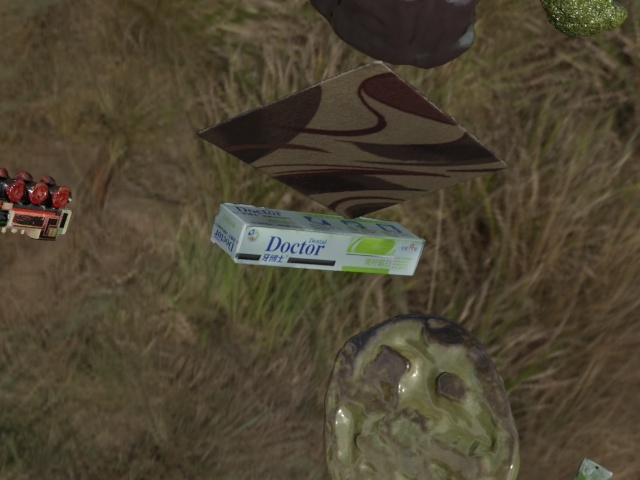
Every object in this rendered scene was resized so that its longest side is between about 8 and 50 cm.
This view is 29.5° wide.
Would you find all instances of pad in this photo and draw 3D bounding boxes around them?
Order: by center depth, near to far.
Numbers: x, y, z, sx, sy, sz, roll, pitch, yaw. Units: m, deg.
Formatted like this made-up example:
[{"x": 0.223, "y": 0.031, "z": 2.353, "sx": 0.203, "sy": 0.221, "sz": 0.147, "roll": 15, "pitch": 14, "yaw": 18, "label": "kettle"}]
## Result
[{"x": 0.045, "y": -0.096, "z": 1.316, "sx": 0.220, "sy": 0.330, "sz": 0.004, "roll": -19, "pitch": 66, "yaw": 26, "label": "pad"}]

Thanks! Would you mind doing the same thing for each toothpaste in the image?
[{"x": 0.000, "y": 0.000, "z": 1.822, "sx": 0.336, "sy": 0.067, "sz": 0.081, "roll": 5, "pitch": 20, "yaw": -36, "label": "toothpaste"}, {"x": 0.408, "y": 0.372, "z": 1.880, "sx": 0.048, "sy": 0.197, "sz": 0.029, "roll": 31, "pitch": 69, "yaw": 11, "label": "toothpaste"}]

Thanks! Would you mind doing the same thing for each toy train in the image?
[{"x": -0.395, "y": -0.046, "z": 1.623, "sx": 0.050, "sy": 0.087, "sz": 0.138, "roll": 27, "pitch": 12, "yaw": 38, "label": "toy train"}]

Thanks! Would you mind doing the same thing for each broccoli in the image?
[{"x": 0.367, "y": -0.343, "z": 1.693, "sx": 0.131, "sy": 0.130, "sz": 0.120, "roll": 26, "pitch": 101, "yaw": -15, "label": "broccoli"}]

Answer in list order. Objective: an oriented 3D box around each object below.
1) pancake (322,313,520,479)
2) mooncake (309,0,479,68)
[{"x": 0.123, "y": 0.240, "z": 1.582, "sx": 0.294, "sy": 0.049, "sz": 0.295, "roll": -5, "pitch": 79, "yaw": 27, "label": "pancake"}, {"x": 0.138, "y": -0.484, "z": 1.988, "sx": 0.350, "sy": 0.212, "sz": 0.381, "roll": 10, "pitch": 56, "yaw": 3, "label": "mooncake"}]
